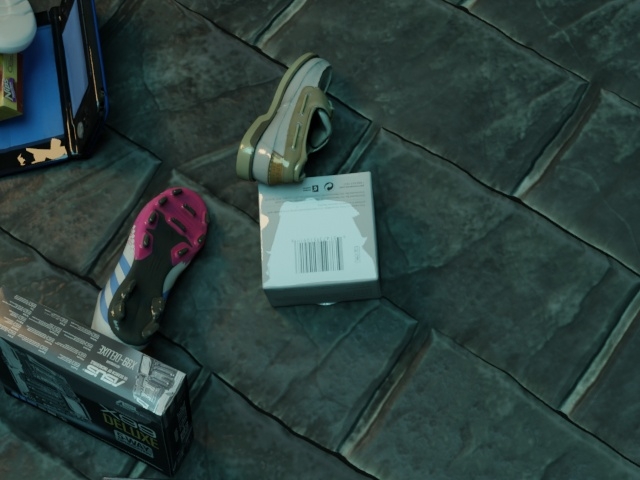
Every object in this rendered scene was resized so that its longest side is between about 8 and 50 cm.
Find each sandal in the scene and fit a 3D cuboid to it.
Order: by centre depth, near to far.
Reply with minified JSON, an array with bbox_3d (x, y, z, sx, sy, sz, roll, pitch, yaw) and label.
[{"bbox_3d":[-0.633,-0.426,1.823,0.416,0.102,0.169,41,42,16],"label":"sandal"}]

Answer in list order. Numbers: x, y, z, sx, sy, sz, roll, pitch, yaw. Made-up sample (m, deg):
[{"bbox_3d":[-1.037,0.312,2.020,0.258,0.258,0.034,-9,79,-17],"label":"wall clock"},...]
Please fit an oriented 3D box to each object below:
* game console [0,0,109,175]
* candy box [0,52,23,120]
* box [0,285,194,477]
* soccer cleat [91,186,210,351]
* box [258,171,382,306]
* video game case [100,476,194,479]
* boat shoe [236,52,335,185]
[{"bbox_3d":[-0.475,-0.284,1.813,0.173,0.250,0.293,-3,71,-25],"label":"game console"},{"bbox_3d":[-0.583,-0.248,1.825,0.187,0.053,0.109,-10,75,26],"label":"candy box"},{"bbox_3d":[-0.338,0.211,1.599,0.308,0.242,0.076,25,60,10],"label":"box"},{"bbox_3d":[-0.282,0.049,1.701,0.116,0.143,0.331,39,44,-19],"label":"soccer cleat"},{"bbox_3d":[0.000,0.000,1.709,0.181,0.119,0.181,-5,71,3],"label":"box"},{"bbox_3d":[-0.216,0.495,1.613,0.248,0.035,0.274,1,73,5],"label":"video game case"},{"bbox_3d":[-0.030,-0.188,1.740,0.103,0.113,0.302,15,48,13],"label":"boat shoe"}]
